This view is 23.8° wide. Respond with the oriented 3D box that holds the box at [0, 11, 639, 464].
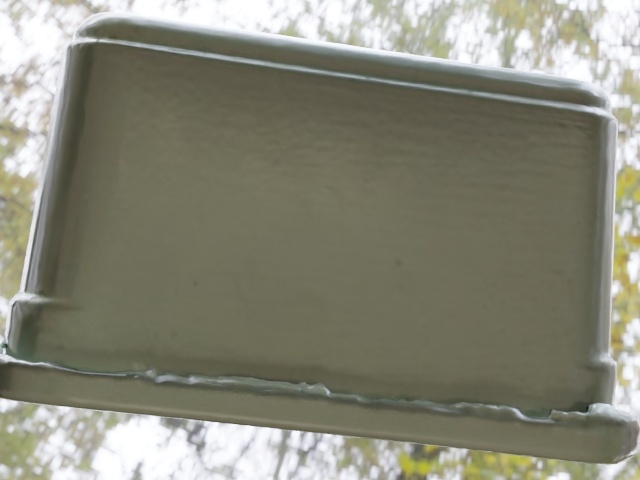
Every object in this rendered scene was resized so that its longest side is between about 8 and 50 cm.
[{"bbox_3d":[0.000,0.000,0.748,0.311,0.175,0.182,7,-92,-12],"label":"box"}]
